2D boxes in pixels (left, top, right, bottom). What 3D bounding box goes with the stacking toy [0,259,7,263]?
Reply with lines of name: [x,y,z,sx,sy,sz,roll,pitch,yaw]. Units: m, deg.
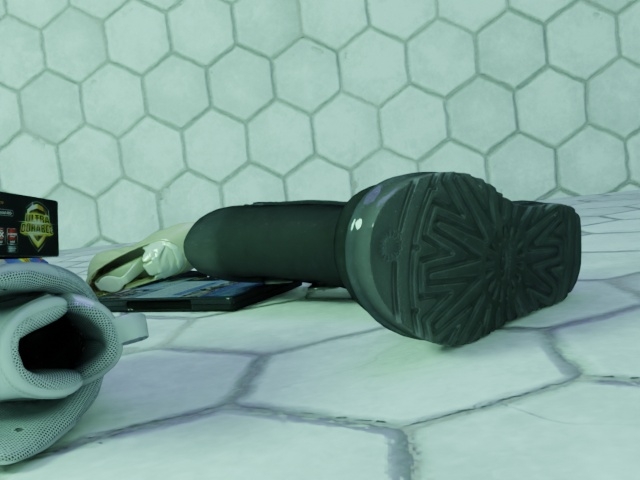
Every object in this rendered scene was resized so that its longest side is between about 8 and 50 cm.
stacking toy: [-0.434,0.093,0.619,0.141,0.141,0.330,-4,10,26]

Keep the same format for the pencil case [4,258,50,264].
pencil case: [-0.526,0.004,0.956,0.119,0.306,0.133,-35,25,49]

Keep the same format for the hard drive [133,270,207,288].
hard drive: [-0.275,0.069,1.260,0.094,0.022,0.135,-10,6,-39]

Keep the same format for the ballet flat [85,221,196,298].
ballet flat: [-0.281,0.040,1.149,0.249,0.086,0.086,-19,0,23]

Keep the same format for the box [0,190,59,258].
box: [-0.311,-0.009,0.484,0.175,0.051,0.220,-2,-1,7]

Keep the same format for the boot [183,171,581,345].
boot: [0.001,0.001,0.788,0.445,0.146,0.367,8,1,42]

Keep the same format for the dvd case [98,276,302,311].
dvd case: [-0.179,0.077,1.046,0.253,0.022,0.180,-3,6,29]

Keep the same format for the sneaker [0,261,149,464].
sneaker: [-0.299,0.079,0.460,0.210,0.137,0.366,-6,1,45]
